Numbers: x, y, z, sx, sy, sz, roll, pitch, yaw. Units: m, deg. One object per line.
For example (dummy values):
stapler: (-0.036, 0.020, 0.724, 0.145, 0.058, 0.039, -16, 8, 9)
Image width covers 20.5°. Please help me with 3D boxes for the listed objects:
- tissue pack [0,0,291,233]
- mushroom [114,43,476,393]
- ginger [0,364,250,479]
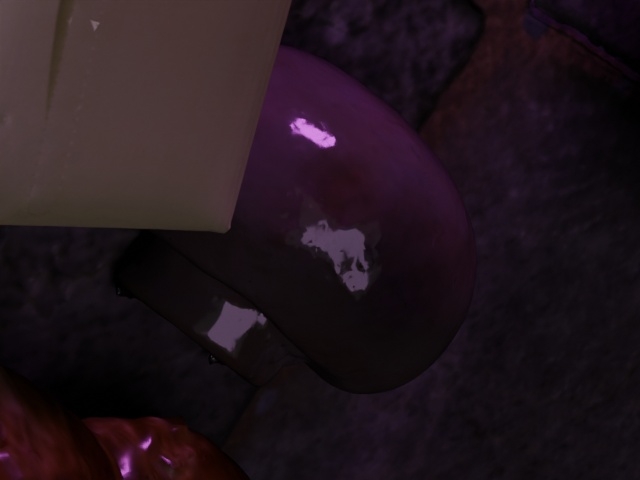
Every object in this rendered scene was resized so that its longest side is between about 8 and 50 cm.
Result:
tissue pack: (-0.093, -0.128, 0.626, 0.159, 0.125, 0.234, 2, 115, -34)
mushroom: (0.000, 0.000, 0.782, 0.188, 0.117, 0.141, 41, 80, -37)
ginger: (-0.166, 0.202, 0.771, 0.274, 0.152, 0.358, 7, 115, -57)
